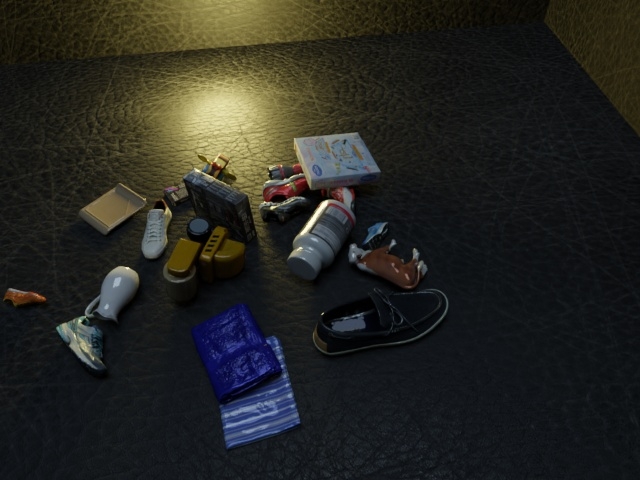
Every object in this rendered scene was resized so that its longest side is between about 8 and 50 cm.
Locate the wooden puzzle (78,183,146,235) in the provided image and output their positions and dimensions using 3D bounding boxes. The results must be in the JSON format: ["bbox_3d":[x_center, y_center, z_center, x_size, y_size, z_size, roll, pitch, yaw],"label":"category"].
[{"bbox_3d":[-0.948,-0.141,2.229,0.221,0.044,0.238,29,61,27],"label":"wooden puzzle"}]

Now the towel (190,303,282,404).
[{"bbox_3d":[-0.292,0.366,1.641,0.228,0.076,0.308,-25,52,-14],"label":"towel"}]

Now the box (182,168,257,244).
[{"bbox_3d":[-0.422,-0.141,2.047,0.308,0.242,0.076,26,55,26],"label":"box"}]

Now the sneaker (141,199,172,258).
[{"bbox_3d":[-0.710,-0.056,2.075,0.106,0.123,0.290,-4,49,-1],"label":"sneaker"}]

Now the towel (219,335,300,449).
[{"bbox_3d":[-0.217,0.484,1.599,0.244,0.040,0.335,-15,48,-8],"label":"towel"}]

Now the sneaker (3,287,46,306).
[{"bbox_3d":[-1.150,0.232,1.900,0.175,0.064,0.067,4,68,15],"label":"sneaker"}]

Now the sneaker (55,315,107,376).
[{"bbox_3d":[-0.818,0.360,1.715,0.283,0.110,0.122,35,56,30],"label":"sneaker"}]

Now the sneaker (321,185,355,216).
[{"bbox_3d":[0.078,-0.195,2.160,0.145,0.090,0.270,-5,44,1],"label":"sneaker"}]

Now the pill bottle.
[{"bbox_3d":[0.000,0.000,1.928,0.177,0.176,0.318,19,52,20],"label":"pill bottle"}]

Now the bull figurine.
[{"bbox_3d":[0.259,0.085,1.881,0.311,0.101,0.188,31,55,29],"label":"bull figurine"}]

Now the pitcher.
[{"bbox_3d":[-0.798,0.207,1.855,0.178,0.125,0.207,1,57,26],"label":"pitcher"}]

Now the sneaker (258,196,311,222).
[{"bbox_3d":[-0.154,-0.124,2.125,0.235,0.078,0.106,-9,50,2],"label":"sneaker"}]

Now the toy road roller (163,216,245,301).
[{"bbox_3d":[-0.432,0.087,1.877,0.241,0.202,0.329,16,49,4],"label":"toy road roller"}]

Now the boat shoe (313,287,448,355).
[{"bbox_3d":[0.216,0.263,1.689,0.501,0.155,0.186,-13,46,-9],"label":"boat shoe"}]

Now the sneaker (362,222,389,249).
[{"bbox_3d":[0.219,-0.018,2.019,0.073,0.063,0.162,12,43,39],"label":"sneaker"}]

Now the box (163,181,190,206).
[{"bbox_3d":[-0.643,-0.230,2.290,0.162,0.029,0.116,-27,51,-21],"label":"box"}]

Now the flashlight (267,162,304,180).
[{"bbox_3d":[-0.094,-0.341,2.296,0.304,0.103,0.103,-19,48,-11],"label":"flashlight"}]

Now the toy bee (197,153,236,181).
[{"bbox_3d":[-0.480,-0.319,2.263,0.196,0.162,0.298,16,49,-26],"label":"toy bee"}]

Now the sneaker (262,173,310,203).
[{"bbox_3d":[-0.123,-0.219,2.208,0.279,0.107,0.118,-14,62,0],"label":"sneaker"}]

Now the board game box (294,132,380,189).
[{"bbox_3d":[0.069,-0.367,2.217,0.318,0.065,0.318,-8,46,-13],"label":"board game box"}]
